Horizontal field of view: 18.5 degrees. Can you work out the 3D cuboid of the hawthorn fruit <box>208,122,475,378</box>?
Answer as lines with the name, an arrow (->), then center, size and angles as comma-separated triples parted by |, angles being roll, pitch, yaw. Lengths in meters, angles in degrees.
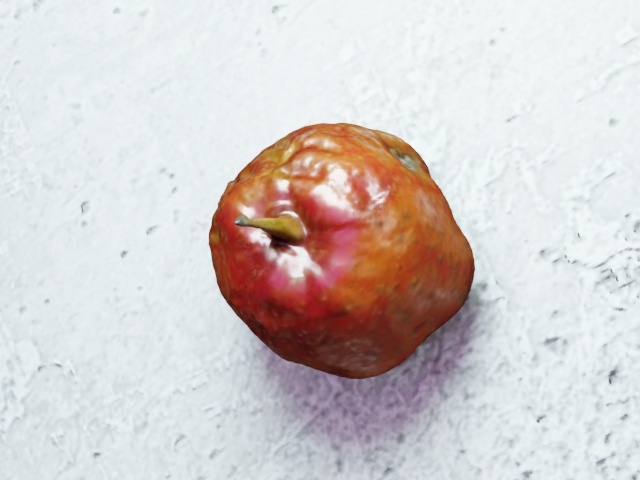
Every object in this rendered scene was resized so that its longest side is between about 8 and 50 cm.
hawthorn fruit -> 0.000, 0.000, 1.509 | 0.207, 0.243, 0.207 | -4, 81, 24
